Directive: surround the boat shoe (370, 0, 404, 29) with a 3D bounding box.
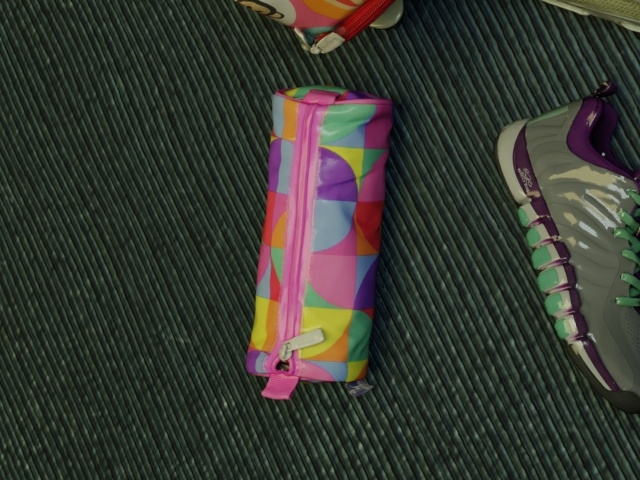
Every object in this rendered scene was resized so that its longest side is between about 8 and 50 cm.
[{"bbox_3d":[0.022,-0.206,1.298,0.049,0.042,0.133,-47,63,4],"label":"boat shoe"}]

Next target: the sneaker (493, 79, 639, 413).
[{"bbox_3d":[0.199,0.003,1.150,0.098,0.083,0.223,-29,73,27],"label":"sneaker"}]

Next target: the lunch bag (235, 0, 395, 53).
[{"bbox_3d":[0.003,-0.283,1.194,0.258,0.120,0.293,-44,37,32],"label":"lunch bag"}]

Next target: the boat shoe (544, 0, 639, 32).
[{"bbox_3d":[0.231,-0.190,1.121,0.320,0.103,0.118,13,89,30],"label":"boat shoe"}]

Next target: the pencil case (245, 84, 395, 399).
[{"bbox_3d":[0.000,0.000,1.281,0.104,0.104,0.236,7,94,35],"label":"pencil case"}]
